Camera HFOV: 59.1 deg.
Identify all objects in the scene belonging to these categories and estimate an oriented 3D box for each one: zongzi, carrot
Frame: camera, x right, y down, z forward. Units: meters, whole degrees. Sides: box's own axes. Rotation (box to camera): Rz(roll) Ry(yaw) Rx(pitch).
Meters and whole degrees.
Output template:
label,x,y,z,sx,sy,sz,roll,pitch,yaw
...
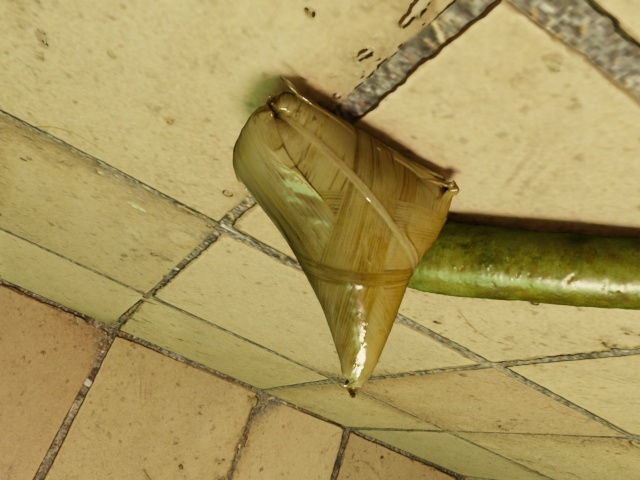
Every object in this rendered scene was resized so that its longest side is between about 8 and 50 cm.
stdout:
label,x,y,z,sx,sy,sz,roll,pitch,yaw
zongzi,0.000,0.000,0.451,0.194,0.198,0.099,31,162,-16
carrot,0.229,0.026,0.488,0.358,0.074,0.074,5,151,25
